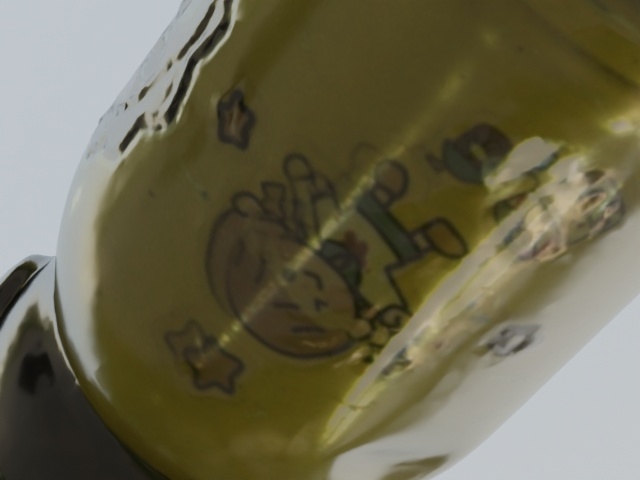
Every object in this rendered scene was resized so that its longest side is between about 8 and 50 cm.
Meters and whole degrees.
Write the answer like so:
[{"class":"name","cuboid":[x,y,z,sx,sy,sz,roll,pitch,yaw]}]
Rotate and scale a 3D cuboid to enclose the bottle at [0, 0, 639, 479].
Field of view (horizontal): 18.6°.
[{"class":"bottle","cuboid":[0.000,0.000,0.636,0.351,0.171,0.171,-48,-115,34]}]
